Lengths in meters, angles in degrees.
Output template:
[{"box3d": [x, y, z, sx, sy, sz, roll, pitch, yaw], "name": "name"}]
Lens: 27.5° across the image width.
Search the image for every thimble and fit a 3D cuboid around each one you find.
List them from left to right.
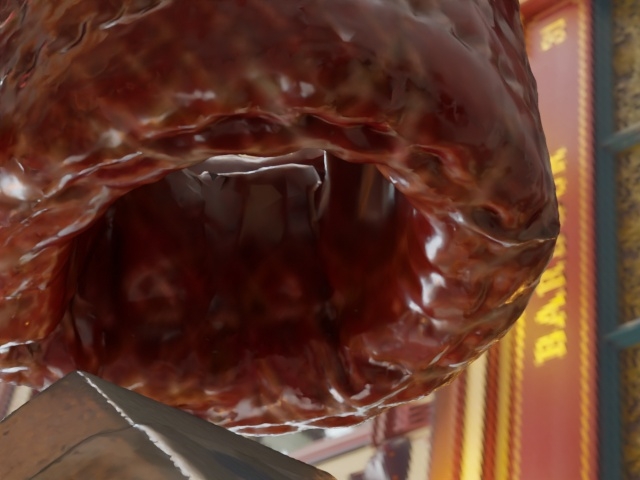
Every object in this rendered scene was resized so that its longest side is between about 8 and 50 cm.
[{"box3d": [-0.039, -0.048, 0.745, 0.350, 0.350, 0.230, 32, -140, -36], "name": "thimble"}]

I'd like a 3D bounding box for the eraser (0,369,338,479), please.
[{"box3d": [0.021, 0.166, 0.466, 0.213, 0.397, 0.082, 29, -91, -36], "name": "eraser"}]
